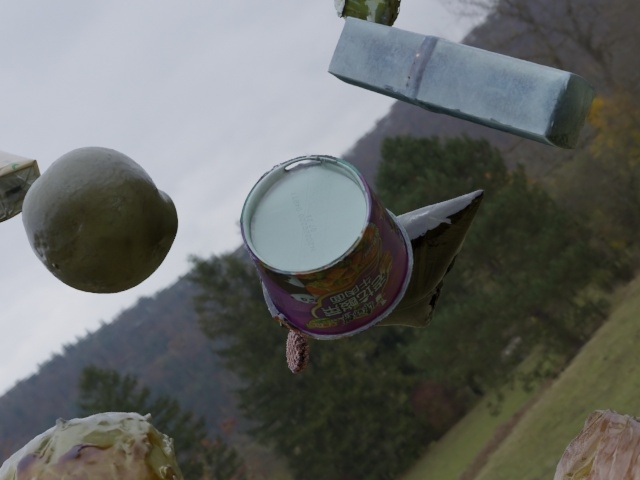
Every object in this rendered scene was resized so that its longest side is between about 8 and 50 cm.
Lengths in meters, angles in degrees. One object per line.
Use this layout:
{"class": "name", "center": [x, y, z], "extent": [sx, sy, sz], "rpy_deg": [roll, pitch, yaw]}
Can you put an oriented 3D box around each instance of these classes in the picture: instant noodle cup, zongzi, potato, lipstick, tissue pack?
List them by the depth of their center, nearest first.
{"class": "lipstick", "center": [0.141, -0.165, 0.983], "extent": [0.077, 0.289, 0.076], "rpy_deg": [14, -80, -51]}
{"class": "potato", "center": [-0.280, -0.023, 1.230], "extent": [0.178, 0.160, 0.235], "rpy_deg": [-52, -28, 12]}
{"class": "instant noodle cup", "center": [0.000, 0.000, 1.406], "extent": [0.251, 0.251, 0.190], "rpy_deg": [-41, -30, -6]}
{"class": "tissue pack", "center": [-0.579, -0.085, 1.576], "extent": [0.186, 0.090, 0.222], "rpy_deg": [-27, 27, -29]}
{"class": "zongzi", "center": [0.108, 0.032, 2.010], "extent": [0.403, 0.208, 0.432], "rpy_deg": [-3, -34, -22]}

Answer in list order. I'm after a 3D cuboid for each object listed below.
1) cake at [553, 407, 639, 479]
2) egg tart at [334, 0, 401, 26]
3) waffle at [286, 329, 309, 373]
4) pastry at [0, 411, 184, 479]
{"class": "cake", "center": [0.496, 0.420, 1.293], "extent": [0.293, 0.306, 0.314], "rpy_deg": [-60, 6, 2]}
{"class": "egg tart", "center": [0.057, -0.351, 1.242], "extent": [0.078, 0.197, 0.197], "rpy_deg": [-2, -10, -7]}
{"class": "waffle", "center": [-0.042, 0.194, 1.670], "extent": [0.029, 0.075, 0.083], "rpy_deg": [2, 8, -18]}
{"class": "pastry", "center": [-0.302, 0.309, 1.203], "extent": [0.255, 0.170, 0.236], "rpy_deg": [-9, 9, -18]}
